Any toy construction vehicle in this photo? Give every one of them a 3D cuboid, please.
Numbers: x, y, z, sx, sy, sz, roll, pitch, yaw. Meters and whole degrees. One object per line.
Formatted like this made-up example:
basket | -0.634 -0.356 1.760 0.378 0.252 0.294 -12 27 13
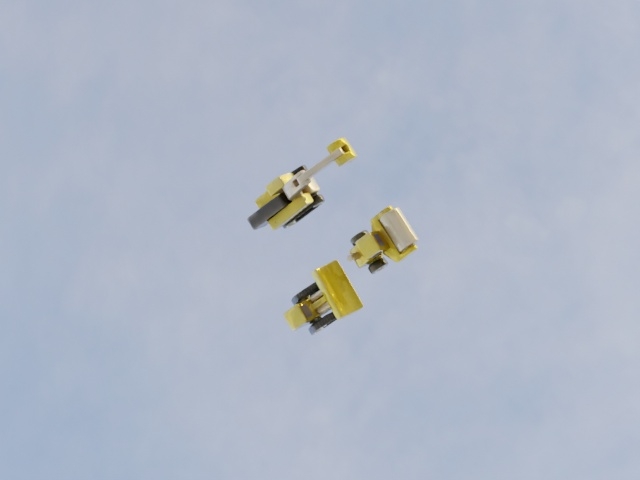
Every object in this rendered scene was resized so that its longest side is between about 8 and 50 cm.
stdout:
toy construction vehicle | 0.000 0.000 0.797 0.098 0.035 0.086 -34 -99 39
